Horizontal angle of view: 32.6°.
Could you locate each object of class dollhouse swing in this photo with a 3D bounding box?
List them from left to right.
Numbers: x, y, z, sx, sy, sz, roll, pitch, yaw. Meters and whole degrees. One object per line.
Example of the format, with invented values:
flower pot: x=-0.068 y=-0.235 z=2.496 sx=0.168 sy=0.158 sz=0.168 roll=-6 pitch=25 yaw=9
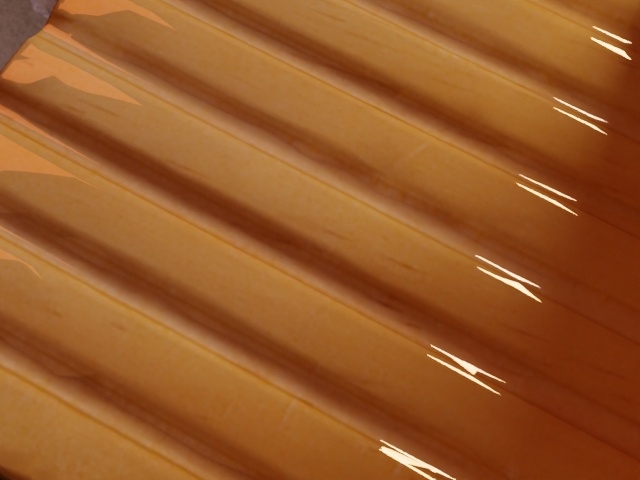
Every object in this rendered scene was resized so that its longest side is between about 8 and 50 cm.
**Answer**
dollhouse swing: x=0.062 y=-0.034 z=0.302 sx=0.347 sy=0.305 sz=0.315 roll=-58 pitch=7 yaw=-22
